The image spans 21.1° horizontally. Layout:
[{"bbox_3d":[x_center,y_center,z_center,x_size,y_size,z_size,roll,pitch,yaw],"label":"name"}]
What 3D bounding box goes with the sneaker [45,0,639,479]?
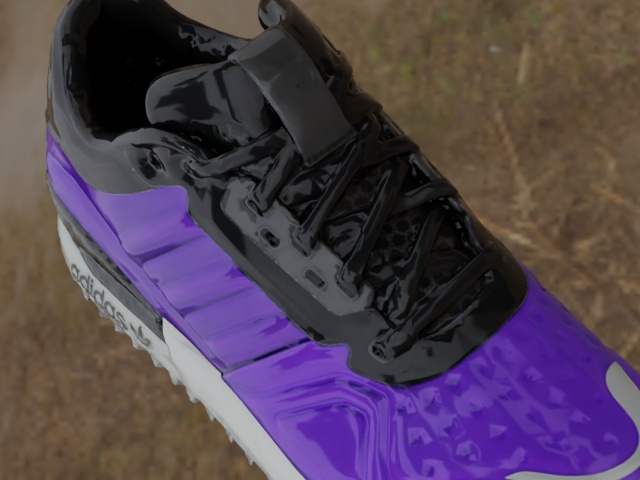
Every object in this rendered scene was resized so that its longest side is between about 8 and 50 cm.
[{"bbox_3d":[-0.001,0.000,0.577,0.293,0.102,0.146,32,143,33],"label":"sneaker"}]
